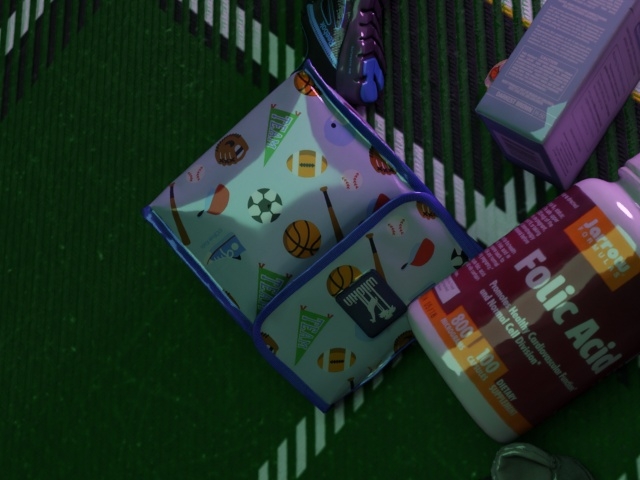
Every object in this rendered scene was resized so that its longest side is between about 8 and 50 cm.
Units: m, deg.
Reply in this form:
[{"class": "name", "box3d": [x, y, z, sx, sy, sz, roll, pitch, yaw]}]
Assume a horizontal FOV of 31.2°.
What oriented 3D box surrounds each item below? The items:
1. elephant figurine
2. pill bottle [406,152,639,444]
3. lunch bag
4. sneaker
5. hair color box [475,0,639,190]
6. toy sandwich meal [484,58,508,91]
[{"class": "elephant figurine", "box3d": [0.269, 0.327, 1.453, 0.239, 0.186, 0.169, -46, 19, -9]}, {"class": "pill bottle", "box3d": [0.326, 0.063, 1.456, 0.392, 0.224, 0.224, -37, 64, 7]}, {"class": "lunch bag", "box3d": [0.000, 0.000, 1.603, 0.328, 0.239, 0.385, -41, 85, 4]}, {"class": "sneaker", "box3d": [0.034, -0.374, 1.771, 0.140, 0.125, 0.340, 3, 74, 24]}, {"class": "hair color box", "box3d": [0.376, -0.274, 1.568, 0.114, 0.185, 0.374, 32, 87, 28]}, {"class": "toy sandwich meal", "box3d": [0.281, -0.234, 1.680, 0.086, 0.029, 0.085, -7, 71, 19]}]
